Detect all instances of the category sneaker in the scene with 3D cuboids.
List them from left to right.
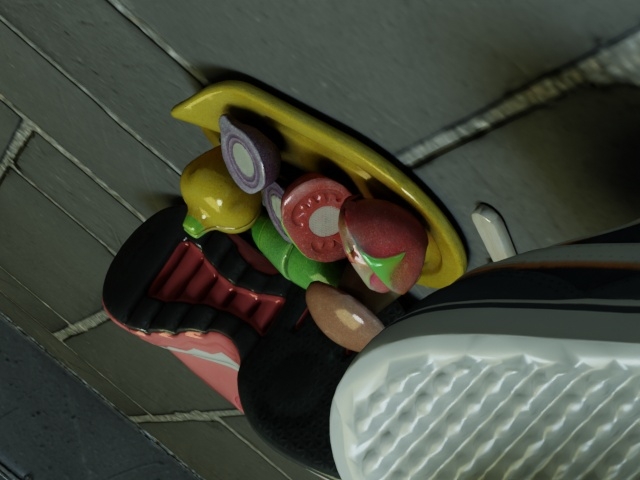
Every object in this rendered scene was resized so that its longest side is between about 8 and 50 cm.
[{"bbox_3d":[-0.004,0.075,0.920,0.314,0.116,0.136,31,173,45],"label":"sneaker"},{"bbox_3d":[0.173,0.053,0.459,0.321,0.127,0.126,8,112,23],"label":"sneaker"}]

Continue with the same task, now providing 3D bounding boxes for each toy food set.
[{"bbox_3d":[0.000,0.000,0.734,0.218,0.071,0.128,29,161,28],"label":"toy food set"}]
